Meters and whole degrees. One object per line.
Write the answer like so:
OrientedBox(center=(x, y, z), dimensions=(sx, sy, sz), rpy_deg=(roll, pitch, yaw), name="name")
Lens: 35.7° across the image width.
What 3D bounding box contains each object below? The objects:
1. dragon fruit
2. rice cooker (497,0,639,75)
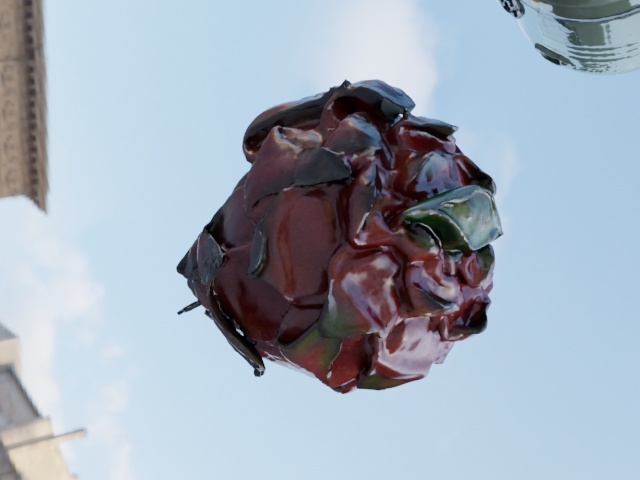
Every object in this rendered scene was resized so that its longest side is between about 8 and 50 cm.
OrientedBox(center=(0.000, 0.000, 0.749), dimensions=(0.293, 0.234, 0.233), rpy_deg=(1, -79, 35), name="dragon fruit")
OrientedBox(center=(0.274, -0.293, 0.976), dimensions=(0.226, 0.244, 0.226), rpy_deg=(-4, -102, 21), name="rice cooker")
